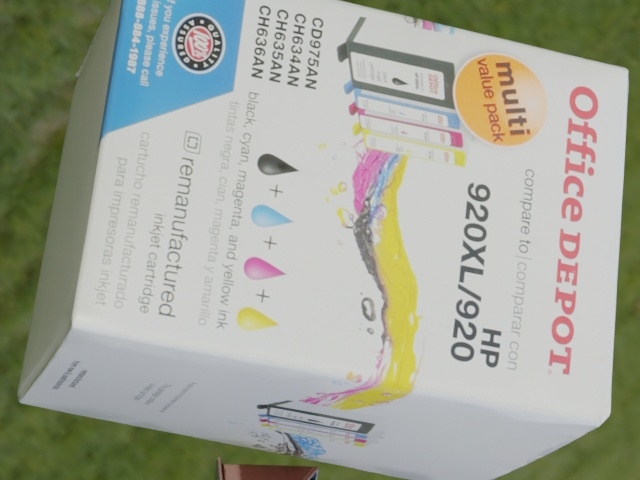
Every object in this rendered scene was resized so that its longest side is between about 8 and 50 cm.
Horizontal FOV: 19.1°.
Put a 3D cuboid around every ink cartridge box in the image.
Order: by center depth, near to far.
[{"bbox_3d":[0.000,0.000,0.863,0.232,0.171,0.168,12,161,-13],"label":"ink cartridge box"}]

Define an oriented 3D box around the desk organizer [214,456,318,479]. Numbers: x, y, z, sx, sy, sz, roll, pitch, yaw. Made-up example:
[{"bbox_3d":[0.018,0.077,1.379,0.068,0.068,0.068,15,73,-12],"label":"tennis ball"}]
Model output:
[{"bbox_3d":[-0.032,0.172,0.928,0.050,0.047,0.130,3,123,-9],"label":"desk organizer"}]
